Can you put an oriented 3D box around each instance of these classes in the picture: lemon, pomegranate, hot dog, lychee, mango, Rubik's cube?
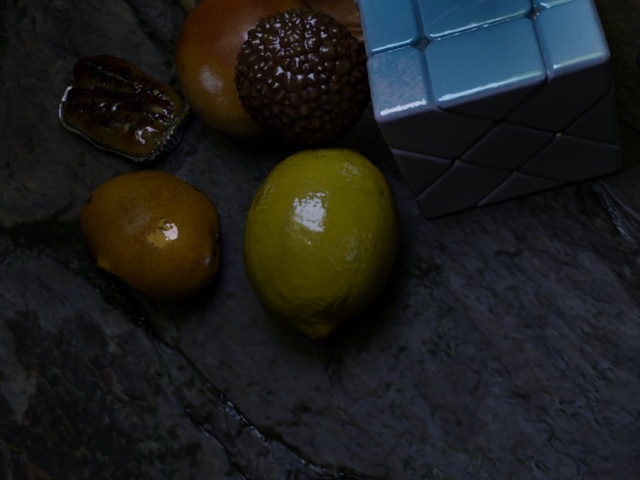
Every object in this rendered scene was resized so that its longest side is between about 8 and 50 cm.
[{"bbox_3d":[0.001,-0.005,1.622,0.236,0.236,0.263,6,51,21],"label":"lemon"},{"bbox_3d":[-0.111,-0.285,1.796,0.264,0.264,0.264,-7,63,14],"label":"pomegranate"},{"bbox_3d":[-0.345,-0.231,1.932,0.270,0.082,0.162,27,76,26],"label":"hot dog"},{"bbox_3d":[-0.025,-0.225,1.599,0.200,0.238,0.200,2,52,-2],"label":"lychee"},{"bbox_3d":[-0.272,-0.020,1.766,0.290,0.160,0.191,24,80,36],"label":"mango"},{"bbox_3d":[0.242,-0.263,1.621,0.322,0.319,0.315,-13,62,12],"label":"Rubik's cube"}]

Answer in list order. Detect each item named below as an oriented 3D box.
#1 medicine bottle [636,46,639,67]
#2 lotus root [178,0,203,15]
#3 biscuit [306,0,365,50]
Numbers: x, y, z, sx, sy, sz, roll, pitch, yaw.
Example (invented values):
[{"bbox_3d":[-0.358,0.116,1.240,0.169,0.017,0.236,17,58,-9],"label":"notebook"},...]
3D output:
[{"bbox_3d":[0.574,-0.237,1.632,0.090,0.090,0.217,-44,60,-6],"label":"medicine bottle"},{"bbox_3d":[-0.198,-0.452,1.971,0.118,0.125,0.220,-7,54,-15],"label":"lotus root"},{"bbox_3d":[0.090,-0.517,1.947,0.350,0.078,0.455,-18,61,13],"label":"biscuit"}]
